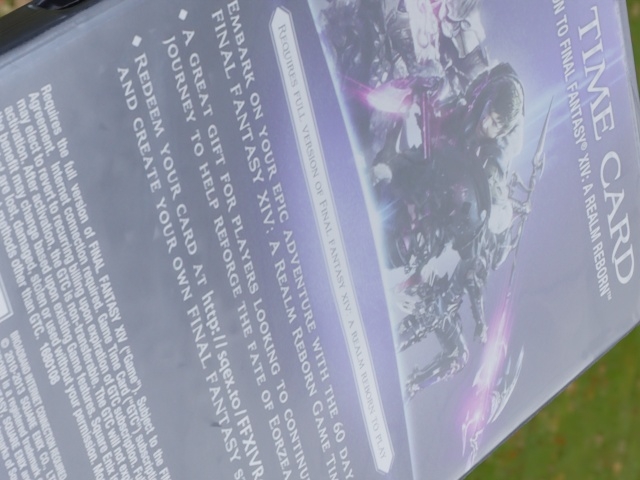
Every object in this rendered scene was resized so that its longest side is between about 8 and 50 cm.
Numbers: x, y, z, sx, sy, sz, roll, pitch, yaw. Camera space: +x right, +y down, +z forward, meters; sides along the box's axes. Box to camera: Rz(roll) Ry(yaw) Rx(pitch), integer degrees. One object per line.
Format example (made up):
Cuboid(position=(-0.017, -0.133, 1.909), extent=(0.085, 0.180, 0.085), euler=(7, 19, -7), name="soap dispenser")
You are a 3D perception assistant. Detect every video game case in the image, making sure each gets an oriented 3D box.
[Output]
Cuboid(position=(0.000, 0.000, 0.507), extent=(0.274, 0.026, 0.196), euler=(-36, 125, -36), name="video game case")
